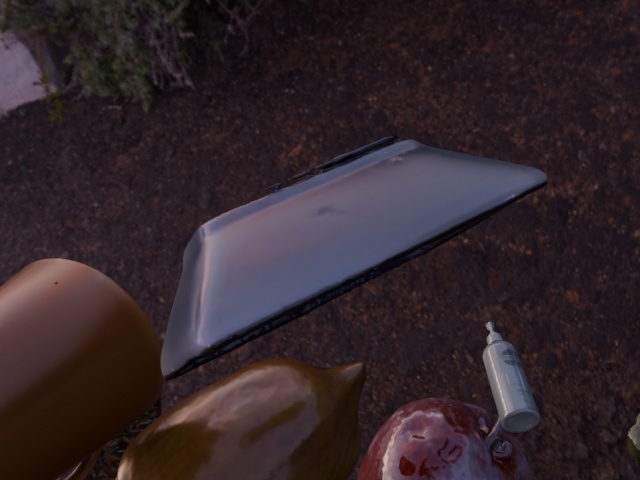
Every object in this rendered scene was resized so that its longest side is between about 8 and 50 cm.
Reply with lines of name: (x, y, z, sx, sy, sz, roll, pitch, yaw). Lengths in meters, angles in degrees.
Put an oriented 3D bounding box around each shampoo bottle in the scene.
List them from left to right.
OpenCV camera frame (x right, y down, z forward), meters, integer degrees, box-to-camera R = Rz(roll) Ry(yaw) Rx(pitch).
shampoo bottle: (0.278, 0.195, 1.021, 0.056, 0.056, 0.195, -24, 37, 15)

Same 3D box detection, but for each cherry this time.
cherry: (0.237, 0.465, 1.285, 0.326, 0.335, 0.291, 14, 34, -9)

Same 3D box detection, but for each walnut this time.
walnut: (-0.080, 0.238, 0.686, 0.336, 0.209, 0.209, -43, 54, -5)

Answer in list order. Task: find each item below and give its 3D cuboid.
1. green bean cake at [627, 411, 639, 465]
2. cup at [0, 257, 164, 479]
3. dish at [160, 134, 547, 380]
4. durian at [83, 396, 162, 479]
green bean cake: (0.685, 0.353, 1.201, 0.214, 0.113, 0.200, 33, 77, 33)
cup: (-0.268, 0.161, 0.576, 0.182, 0.226, 0.264, 11, 28, 18)
dish: (0.000, 0.000, 0.446, 0.243, 0.182, 0.080, -24, 83, -23)
durian: (-0.398, 0.237, 0.920, 0.347, 0.347, 0.384, -45, 42, 0)
